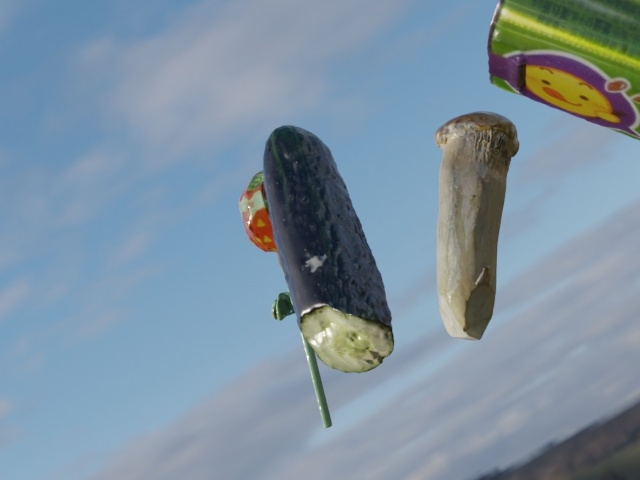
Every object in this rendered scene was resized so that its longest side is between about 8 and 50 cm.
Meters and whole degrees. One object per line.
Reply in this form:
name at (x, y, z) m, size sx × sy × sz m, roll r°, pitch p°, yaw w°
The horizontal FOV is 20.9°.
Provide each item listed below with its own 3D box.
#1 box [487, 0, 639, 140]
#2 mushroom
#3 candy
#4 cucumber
box at (0.295, -0.106, 1.241) m, size 0.134 × 0.345 × 0.097 m, roll 69°, pitch -135°, yaw -72°
mushroom at (0.136, -0.014, 1.600) m, size 0.084 × 0.209 × 0.071 m, roll 2°, pitch -6°, yaw 41°
candy at (-0.024, 0.063, 1.876) m, size 0.078 × 0.288 × 0.084 m, roll -12°, pitch 6°, yaw 19°
cucumber at (0.000, -0.001, 1.386) m, size 0.074 × 0.241 × 0.074 m, roll -9°, pitch -43°, yaw -9°
